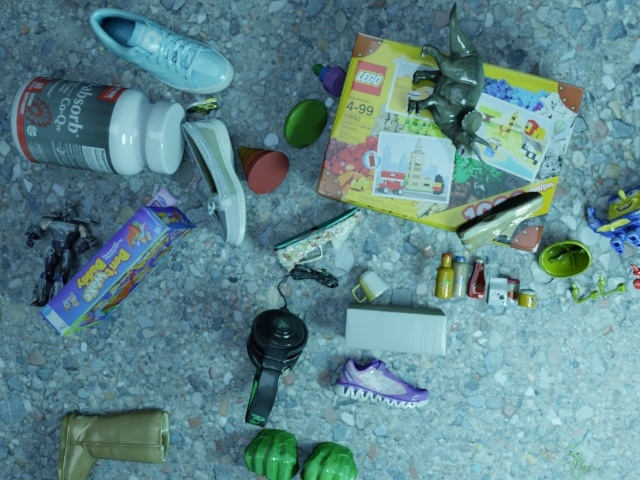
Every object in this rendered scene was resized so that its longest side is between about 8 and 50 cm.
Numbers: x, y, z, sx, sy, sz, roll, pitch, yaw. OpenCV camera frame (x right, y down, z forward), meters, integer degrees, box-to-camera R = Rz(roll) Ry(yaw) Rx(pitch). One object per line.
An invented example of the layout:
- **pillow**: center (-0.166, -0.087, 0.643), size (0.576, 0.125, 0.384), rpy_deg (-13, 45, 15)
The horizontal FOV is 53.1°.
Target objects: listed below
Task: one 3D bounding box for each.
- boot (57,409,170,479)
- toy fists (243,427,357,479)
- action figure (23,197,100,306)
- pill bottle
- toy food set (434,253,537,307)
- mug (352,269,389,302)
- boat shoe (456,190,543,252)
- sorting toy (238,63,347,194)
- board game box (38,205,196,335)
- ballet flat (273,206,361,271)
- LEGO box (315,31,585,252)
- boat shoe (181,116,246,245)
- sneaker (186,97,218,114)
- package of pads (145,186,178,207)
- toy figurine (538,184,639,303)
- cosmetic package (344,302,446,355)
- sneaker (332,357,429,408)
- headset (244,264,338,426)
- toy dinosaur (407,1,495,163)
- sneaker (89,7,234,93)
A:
- **boot**: center (-0.525, 0.552, 1.632), size (0.269, 0.089, 0.236), rpy_deg (0, 93, 4)
- **toy fists**: center (-0.049, 0.544, 1.555), size (0.279, 0.142, 0.096), rpy_deg (13, 93, 6)
- **action figure**: center (-0.659, 0.033, 1.622), size (0.185, 0.099, 0.285), rpy_deg (9, 89, 14)
- **pill bottle**: center (-0.523, -0.268, 1.538), size (0.362, 0.210, 0.210), rpy_deg (8, 93, 5)
- **toy food set**: center (0.390, 0.091, 1.509), size (0.232, 0.111, 0.105), rpy_deg (6, 93, 8)
- **mug**: center (0.120, 0.110, 1.562), size (0.078, 0.062, 0.064), rpy_deg (-31, 79, -27)
- **boat shoe**: center (0.384, -0.035, 1.344), size (0.190, 0.068, 0.072), rpy_deg (-27, 103, 17)
- **sorting toy**: center (-0.083, -0.289, 1.565), size (0.126, 0.127, 0.365), rpy_deg (40, 93, 33)
- **board game box**: center (-0.474, 0.065, 1.534), size (0.347, 0.233, 0.078), rpy_deg (-44, 87, 6)
- **ballet flat**: center (0.000, 0.000, 1.556), size (0.241, 0.091, 0.077), rpy_deg (-25, 101, -1)
- **LEGO box**: center (0.282, -0.217, 1.468), size (0.500, 0.193, 0.373), rpy_deg (15, 94, 5)
- **boat shoe**: center (-0.254, -0.139, 1.549), size (0.103, 0.118, 0.320), rpy_deg (-11, 87, -22)
- **sneaker**: center (-0.296, -0.330, 1.602), size (0.083, 0.031, 0.035), rpy_deg (-17, 91, 6)
- **package of pads**: center (-0.405, -0.091, 1.622), size (0.050, 0.032, 0.083), rpy_deg (44, 96, 5)
- **toy figurine**: center (0.707, -0.026, 1.470), size (0.191, 0.217, 0.362), rpy_deg (44, 140, -11)
- **cosmetic package**: center (0.177, 0.209, 1.529), size (0.238, 0.127, 0.107), rpy_deg (1, 92, 7)
- **sneaker**: center (0.151, 0.342, 1.557), size (0.236, 0.095, 0.105), rpy_deg (10, 85, 6)
- **headset**: center (-0.079, 0.244, 1.515), size (0.185, 0.243, 0.394), rpy_deg (14, 68, -5)
- **toy dinosaur**: center (0.275, -0.319, 1.325), size (0.160, 0.121, 0.314), rpy_deg (6, 88, -7)
- **sneaker**: center (-0.394, -0.457, 1.548), size (0.365, 0.150, 0.135), rpy_deg (20, 95, 5)
